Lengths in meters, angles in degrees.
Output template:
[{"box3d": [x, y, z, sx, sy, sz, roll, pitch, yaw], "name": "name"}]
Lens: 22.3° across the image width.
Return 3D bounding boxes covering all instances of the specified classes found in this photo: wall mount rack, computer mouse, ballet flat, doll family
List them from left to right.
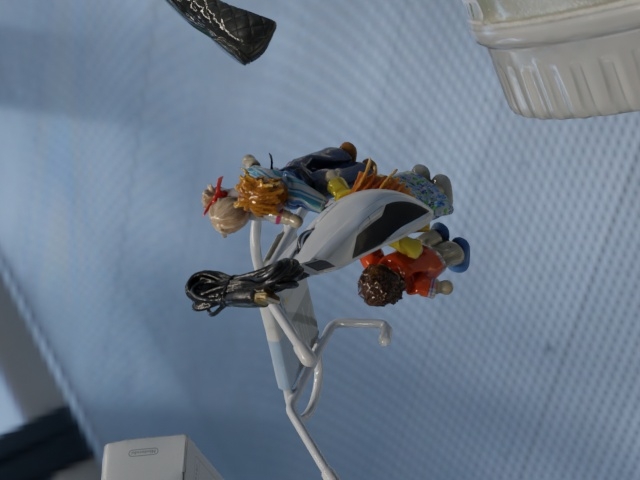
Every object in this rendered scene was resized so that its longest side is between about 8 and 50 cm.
[{"box3d": [-0.107, -0.221, 1.499, 0.173, 0.049, 0.057, 41, 175, 26], "name": "ballet flat"}, {"box3d": [-0.006, 0.119, 1.969, 0.130, 0.304, 0.350, 3, 129, 20], "name": "wall mount rack"}, {"box3d": [0.000, 0.000, 1.174, 0.106, 0.193, 0.042, -13, 101, 53], "name": "computer mouse"}, {"box3d": [0.010, -0.038, 1.428, 0.263, 0.163, 0.118, 24, 118, 28], "name": "doll family"}]

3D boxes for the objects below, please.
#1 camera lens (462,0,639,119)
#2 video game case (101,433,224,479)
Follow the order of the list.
[{"box3d": [0.132, -0.206, 0.622, 0.219, 0.219, 0.274, 6, 115, 62], "name": "camera lens"}, {"box3d": [-0.068, 0.286, 0.989, 0.269, 0.061, 0.244, 61, -156, -53], "name": "video game case"}]
